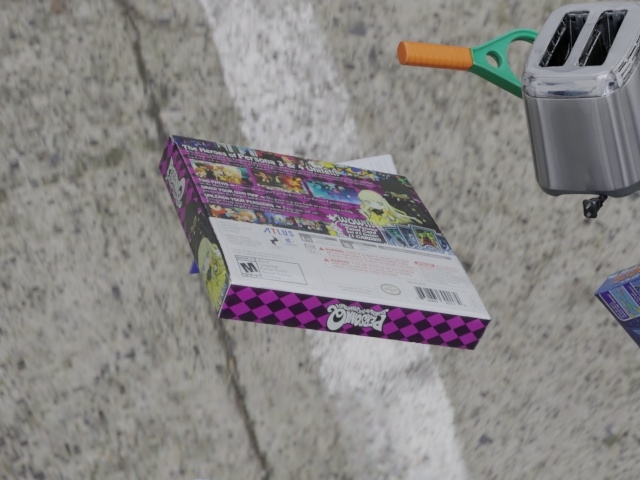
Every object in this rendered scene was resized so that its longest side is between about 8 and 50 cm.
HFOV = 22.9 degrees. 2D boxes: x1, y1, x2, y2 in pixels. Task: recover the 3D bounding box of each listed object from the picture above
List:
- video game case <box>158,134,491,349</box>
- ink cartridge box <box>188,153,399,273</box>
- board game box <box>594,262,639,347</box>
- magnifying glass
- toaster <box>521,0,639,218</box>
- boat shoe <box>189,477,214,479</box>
[{"bbox_3d":[0.000,0.000,1.293,0.232,0.042,0.210,8,32,-27],"label":"video game case"},{"bbox_3d":[-0.032,-0.013,1.810,0.208,0.206,0.045,-9,61,-20],"label":"ink cartridge box"},{"bbox_3d":[0.374,0.101,1.520,0.201,0.136,0.035,49,59,-8],"label":"board game box"},{"bbox_3d":[0.195,-0.213,1.869,0.231,0.026,0.092,1,67,-26],"label":"magnifying glass"},{"bbox_3d":[0.279,-0.145,1.618,0.129,0.146,0.227,2,39,28],"label":"toaster"},{"bbox_3d":[-0.092,0.397,1.774,0.109,0.302,0.094,-19,32,7],"label":"boat shoe"}]
